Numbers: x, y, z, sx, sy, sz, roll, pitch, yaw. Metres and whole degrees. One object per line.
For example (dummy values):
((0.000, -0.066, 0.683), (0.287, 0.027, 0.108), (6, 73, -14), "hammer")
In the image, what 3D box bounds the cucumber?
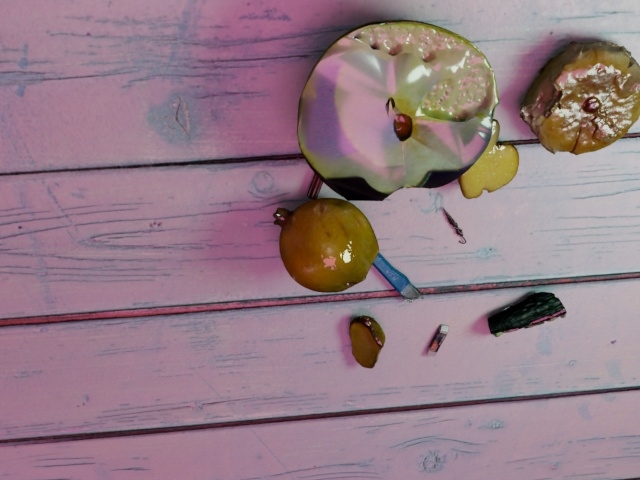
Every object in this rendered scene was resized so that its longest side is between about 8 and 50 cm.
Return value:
((0.518, 0.187, 1.943), (0.192, 0.115, 0.086), (-26, 79, 16), "cucumber")

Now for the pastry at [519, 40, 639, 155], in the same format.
((0.558, -0.289, 1.610), (0.235, 0.121, 0.257), (24, 118, -21), "pastry")

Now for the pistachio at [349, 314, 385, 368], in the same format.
((0.124, 0.251, 1.958), (0.089, 0.049, 0.173), (6, 128, 19), "pistachio")

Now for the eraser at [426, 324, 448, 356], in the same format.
((0.305, 0.262, 2.003), (0.027, 0.019, 0.099), (15, 121, -15), "eraser")

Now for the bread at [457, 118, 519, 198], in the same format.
((0.364, -0.189, 1.696), (0.149, 0.065, 0.188), (-12, 121, -11), "bread")

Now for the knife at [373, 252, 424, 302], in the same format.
((0.151, 0.058, 1.852), (0.044, 0.026, 0.296), (-37, 117, 14), "knife")

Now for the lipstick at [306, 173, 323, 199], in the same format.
((0.010, -0.170, 1.686), (0.027, 0.027, 0.177), (14, 119, -15), "lipstick")

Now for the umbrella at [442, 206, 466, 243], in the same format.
((0.318, -0.036, 1.815), (0.022, 0.013, 0.122), (-14, 128, 29), "umbrella")

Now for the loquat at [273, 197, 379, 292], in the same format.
((0.000, 0.000, 1.697), (0.246, 0.213, 0.213), (33, 114, -13), "loquat")

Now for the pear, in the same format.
((0.144, -0.280, 1.544), (0.398, 0.165, 0.399), (-3, 123, -5), "pear")
